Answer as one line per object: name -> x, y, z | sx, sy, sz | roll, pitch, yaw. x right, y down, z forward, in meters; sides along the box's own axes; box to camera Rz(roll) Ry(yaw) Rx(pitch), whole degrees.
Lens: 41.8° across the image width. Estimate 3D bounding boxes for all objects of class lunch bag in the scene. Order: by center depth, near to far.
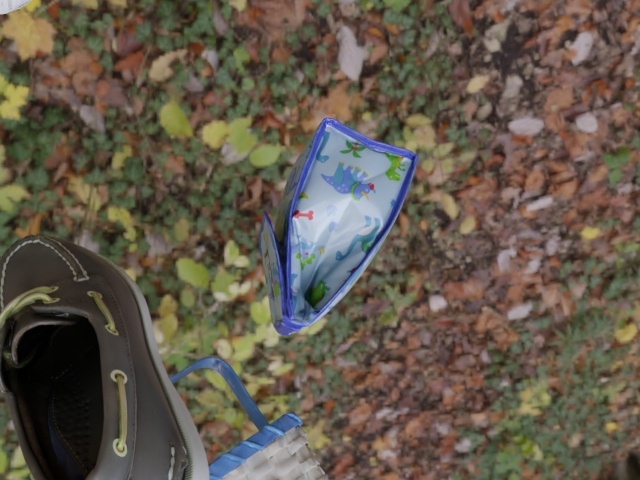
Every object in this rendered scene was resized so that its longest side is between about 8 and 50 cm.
lunch bag -> 0.000, 0.000, 0.648 | 0.096, 0.151, 0.129 | 21, 169, -2

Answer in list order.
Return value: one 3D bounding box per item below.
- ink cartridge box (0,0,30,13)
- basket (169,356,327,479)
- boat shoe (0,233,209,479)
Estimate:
ink cartridge box -> -0.447, -0.391, 1.216 | 0.179, 0.145, 0.045 | -8, 147, -25
basket -> -0.134, 0.290, 1.011 | 0.254, 0.289, 0.201 | -19, 157, -48
boat shoe -> -0.180, 0.082, 0.604 | 0.109, 0.305, 0.091 | -43, 138, 2
